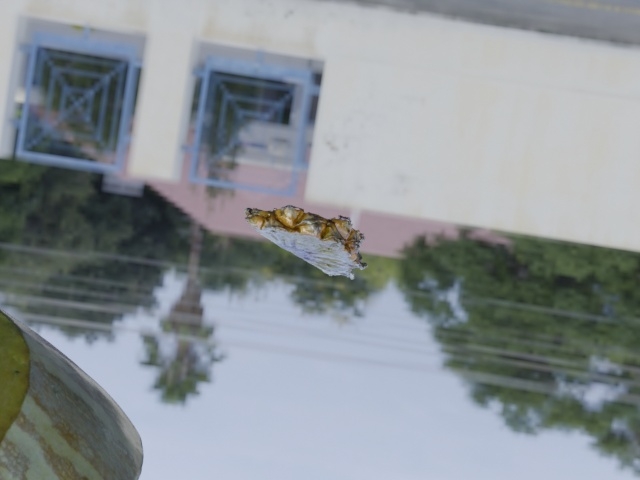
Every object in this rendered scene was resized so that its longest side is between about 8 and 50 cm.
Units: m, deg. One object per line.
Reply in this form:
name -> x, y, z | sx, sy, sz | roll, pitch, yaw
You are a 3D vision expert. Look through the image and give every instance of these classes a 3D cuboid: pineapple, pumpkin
pineapple -> 0.000, 0.000, 0.759 | 0.045, 0.019, 0.083 | -5, 157, 32
pumpkin -> -0.191, 0.095, 0.628 | 0.217, 0.110, 0.217 | -9, -152, 5
